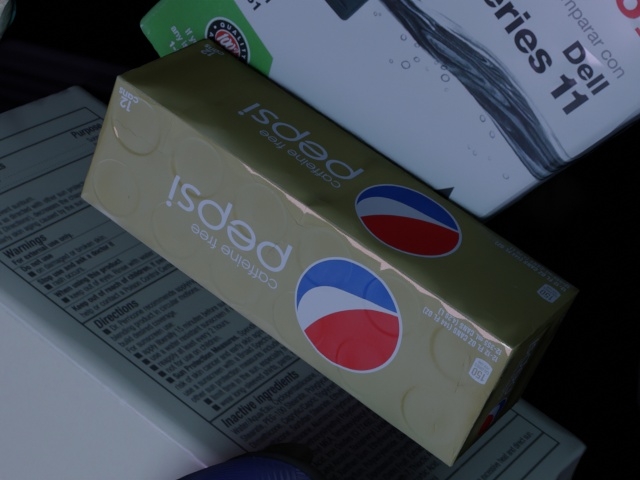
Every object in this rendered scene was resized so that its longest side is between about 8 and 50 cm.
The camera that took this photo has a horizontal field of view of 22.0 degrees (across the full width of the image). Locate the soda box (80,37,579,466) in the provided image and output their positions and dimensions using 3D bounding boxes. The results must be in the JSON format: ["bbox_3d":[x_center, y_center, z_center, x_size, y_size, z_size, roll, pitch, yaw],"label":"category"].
[{"bbox_3d":[0.000,0.000,0.615,0.181,0.058,0.061,35,126,16],"label":"soda box"}]

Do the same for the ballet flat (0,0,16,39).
[{"bbox_3d":[-0.231,-0.119,0.841,0.168,0.052,0.057,10,114,31],"label":"ballet flat"}]

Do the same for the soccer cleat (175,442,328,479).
[{"bbox_3d":[-0.093,0.171,0.620,0.093,0.121,0.289,51,130,6],"label":"soccer cleat"}]

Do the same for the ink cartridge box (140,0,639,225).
[{"bbox_3d":[0.053,-0.090,0.633,0.208,0.087,0.153,-37,87,38],"label":"ink cartridge box"}]

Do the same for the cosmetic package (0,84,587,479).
[{"bbox_3d":[-0.059,0.071,0.733,0.309,0.160,0.113,35,126,20],"label":"cosmetic package"}]
